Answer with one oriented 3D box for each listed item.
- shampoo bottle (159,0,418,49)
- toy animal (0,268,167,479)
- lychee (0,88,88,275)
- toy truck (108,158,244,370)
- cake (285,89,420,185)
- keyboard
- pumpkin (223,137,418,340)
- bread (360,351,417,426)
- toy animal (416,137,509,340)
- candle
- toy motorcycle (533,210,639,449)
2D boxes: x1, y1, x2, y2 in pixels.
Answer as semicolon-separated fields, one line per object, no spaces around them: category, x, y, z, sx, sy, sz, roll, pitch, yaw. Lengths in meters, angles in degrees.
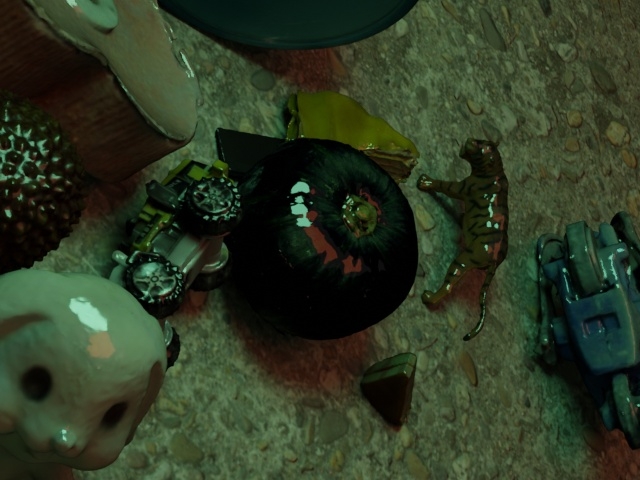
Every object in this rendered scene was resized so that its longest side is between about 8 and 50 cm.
shampoo bottle;-0.029;-0.447;1.625;0.331;0.331;0.342;29;55;-35
toy animal;-0.248;0.128;1.236;0.249;0.289;0.174;47;40;-50
lychee;-0.301;-0.048;1.290;0.188;0.188;0.188;20;61;-40
toy truck;-0.167;0.038;1.445;0.111;0.136;0.286;25;52;8
cake;0.039;-0.105;1.723;0.185;0.080;0.116;43;36;-23
keyboard;-0.045;-0.092;1.700;0.195;0.018;0.060;7;62;-44
pumpkin;0.000;0.000;1.600;0.233;0.163;0.233;19;60;-37
bread;0.079;0.170;1.696;0.109;0.062;0.043;90;25;-45
toy animal;0.203;0.007;1.838;0.114;0.116;0.255;16;64;-39
candle;-0.260;-0.223;1.433;0.317;0.131;0.287;44;29;-43
toy motorcycle;0.411;0.121;1.954;0.241;0.182;0.319;0;73;-46
